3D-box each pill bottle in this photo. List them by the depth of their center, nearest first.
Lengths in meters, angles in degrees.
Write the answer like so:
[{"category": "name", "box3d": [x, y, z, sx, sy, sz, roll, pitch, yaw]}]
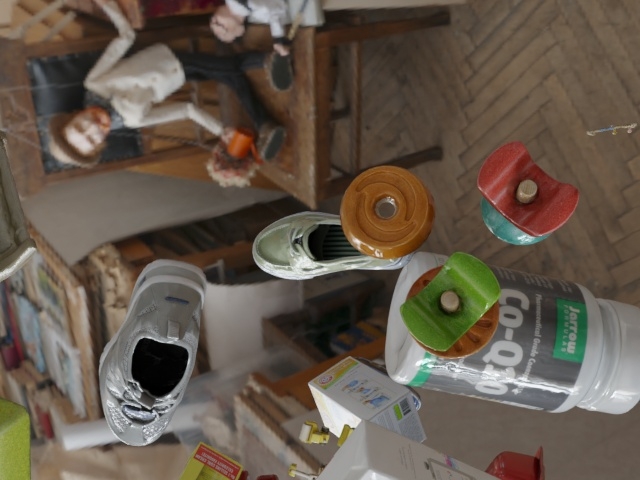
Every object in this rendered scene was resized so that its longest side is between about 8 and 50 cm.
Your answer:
[{"category": "pill bottle", "box3d": [0.294, 0.147, 1.289, 0.204, 0.360, 0.204, -169, 90, -83]}]

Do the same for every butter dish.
[{"category": "butter dish", "box3d": [0.304, 0.421, 1.435, 0.118, 0.160, 0.160, 22, 104, 10]}]

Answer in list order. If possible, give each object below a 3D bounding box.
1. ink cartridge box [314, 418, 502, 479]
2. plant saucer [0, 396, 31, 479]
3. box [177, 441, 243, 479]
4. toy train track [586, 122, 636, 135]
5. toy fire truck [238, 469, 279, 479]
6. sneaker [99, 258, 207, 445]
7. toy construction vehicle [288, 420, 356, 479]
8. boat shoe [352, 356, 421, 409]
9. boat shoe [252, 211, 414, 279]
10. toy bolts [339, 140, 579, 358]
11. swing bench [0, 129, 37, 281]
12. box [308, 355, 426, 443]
[{"category": "ink cartridge box", "box3d": [0.094, 0.257, 0.778, 0.115, 0.198, 0.067, -55, 18, 23]}, {"category": "plant saucer", "box3d": [-0.376, 0.216, 0.829, 0.188, 0.045, 0.189, 17, 121, 10]}, {"category": "box", "box3d": [-0.199, 0.418, 1.269, 0.087, 0.232, 0.058, 32, 129, -2]}, {"category": "toy train track", "box3d": [0.460, -0.172, 1.342, 0.048, 0.083, 0.014, -149, 50, -73]}, {"category": "toy fire truck", "box3d": [-0.144, 0.543, 1.410, 0.302, 0.169, 0.254, -88, -7, -70]}, {"category": "sneaker", "box3d": [-0.200, 0.152, 0.961, 0.115, 0.105, 0.281, -92, 16, -49]}, {"category": "toy construction vehicle", "box3d": [0.015, 0.282, 1.118, 0.035, 0.098, 0.086, -139, 69, -77]}, {"category": "boat shoe", "box3d": [0.137, 0.296, 1.809, 0.183, 0.066, 0.066, 30, 119, 9]}, {"category": "boat shoe", "box3d": [0.000, 0.000, 1.309, 0.302, 0.094, 0.109, -5, 78, 38]}, {"category": "toy bolts", "box3d": [0.152, -0.008, 0.933, 0.218, 0.228, 0.158, 49, 179, 15]}, {"category": "swing bench", "box3d": [-0.518, -0.077, 1.070, 0.255, 0.165, 0.253, 46, -170, -49]}, {"category": "box", "box3d": [0.082, 0.311, 1.563, 0.203, 0.103, 0.114, 21, 136, 57]}]
